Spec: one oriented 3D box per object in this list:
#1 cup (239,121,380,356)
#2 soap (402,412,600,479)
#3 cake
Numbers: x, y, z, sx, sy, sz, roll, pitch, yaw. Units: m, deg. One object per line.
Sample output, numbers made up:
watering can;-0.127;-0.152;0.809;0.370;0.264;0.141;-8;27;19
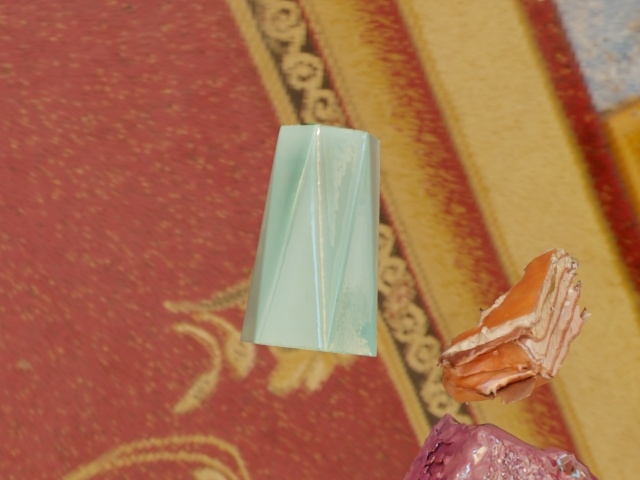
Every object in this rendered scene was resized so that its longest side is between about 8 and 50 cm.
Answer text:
cup;0.000;0.000;1.673;0.134;0.148;0.235;9;84;-17
soap;0.199;0.310;1.350;0.325;0.127;0.220;33;75;-9
cake;0.222;0.096;1.754;0.098;0.135;0.287;57;37;-5
